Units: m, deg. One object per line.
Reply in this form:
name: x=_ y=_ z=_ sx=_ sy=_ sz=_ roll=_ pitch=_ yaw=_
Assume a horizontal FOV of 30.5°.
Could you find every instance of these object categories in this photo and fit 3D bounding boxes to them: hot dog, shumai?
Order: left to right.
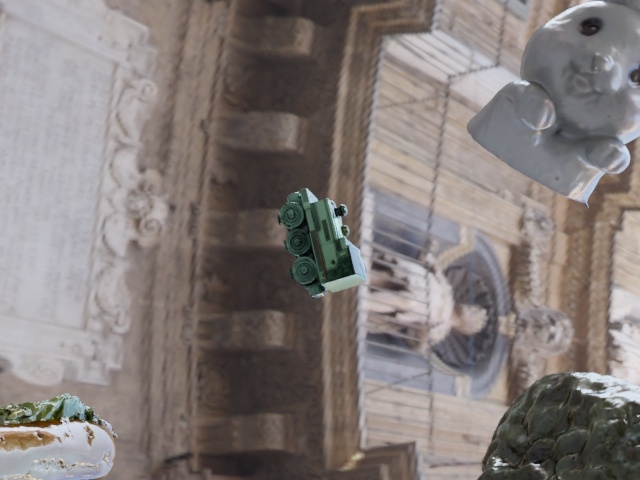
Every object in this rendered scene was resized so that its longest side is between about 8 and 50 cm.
hot dog: x=-0.339 y=0.223 z=1.244 sx=0.135 sy=0.337 sz=0.100 roll=-17 pitch=-101 yaw=26
shumai: x=0.168 y=0.224 z=0.783 sx=0.218 sy=0.189 sz=0.256 roll=-39 pitch=-149 yaw=-24

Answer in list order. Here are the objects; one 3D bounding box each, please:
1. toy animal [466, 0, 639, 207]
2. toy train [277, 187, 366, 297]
toy animal: x=0.202 y=-0.132 z=0.781 sx=0.103 sy=0.131 sz=0.221 roll=39 pitch=-75 yaw=7
toy train: x=0.000 y=0.000 z=0.871 sx=0.053 sy=0.033 sz=0.083 roll=-17 pitch=-108 yaw=12
